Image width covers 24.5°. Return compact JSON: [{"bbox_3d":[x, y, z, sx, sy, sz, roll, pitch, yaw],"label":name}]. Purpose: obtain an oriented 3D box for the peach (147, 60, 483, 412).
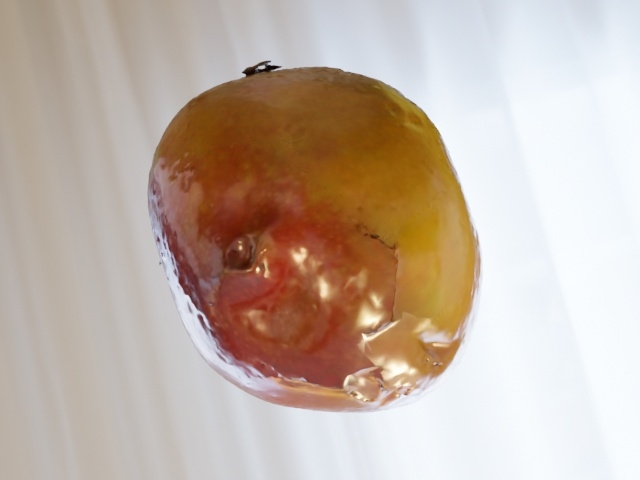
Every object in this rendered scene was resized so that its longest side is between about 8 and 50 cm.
[{"bbox_3d":[-0.002,0.001,1.385,0.289,0.373,0.372,-19,163,6],"label":"peach"}]
